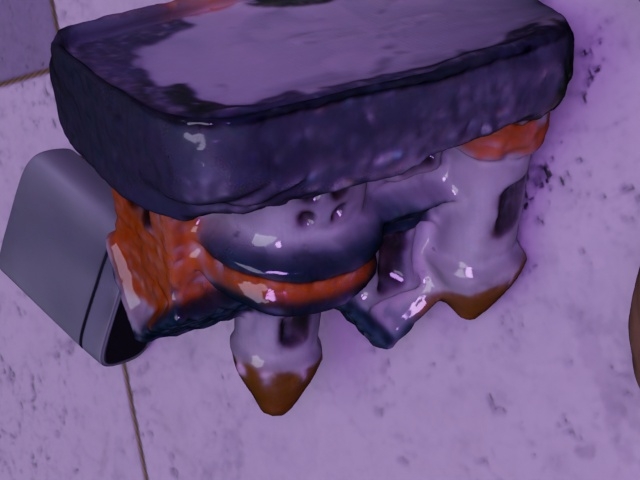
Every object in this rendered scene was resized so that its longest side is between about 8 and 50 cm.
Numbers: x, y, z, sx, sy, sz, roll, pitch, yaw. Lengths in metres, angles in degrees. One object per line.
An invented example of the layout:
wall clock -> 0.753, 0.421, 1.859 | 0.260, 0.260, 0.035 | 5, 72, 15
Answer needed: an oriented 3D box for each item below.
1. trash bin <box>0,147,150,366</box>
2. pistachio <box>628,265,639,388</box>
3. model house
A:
trash bin -> -0.174, 0.012, 1.200 | 0.130, 0.059, 0.116 | 37, 119, 30
pistachio -> 0.256, -0.002, 0.771 | 0.162, 0.181, 0.293 | 37, 112, 18
model house -> 0.000, 0.000, 0.948 | 0.190, 0.271, 0.301 | 40, 138, 44
